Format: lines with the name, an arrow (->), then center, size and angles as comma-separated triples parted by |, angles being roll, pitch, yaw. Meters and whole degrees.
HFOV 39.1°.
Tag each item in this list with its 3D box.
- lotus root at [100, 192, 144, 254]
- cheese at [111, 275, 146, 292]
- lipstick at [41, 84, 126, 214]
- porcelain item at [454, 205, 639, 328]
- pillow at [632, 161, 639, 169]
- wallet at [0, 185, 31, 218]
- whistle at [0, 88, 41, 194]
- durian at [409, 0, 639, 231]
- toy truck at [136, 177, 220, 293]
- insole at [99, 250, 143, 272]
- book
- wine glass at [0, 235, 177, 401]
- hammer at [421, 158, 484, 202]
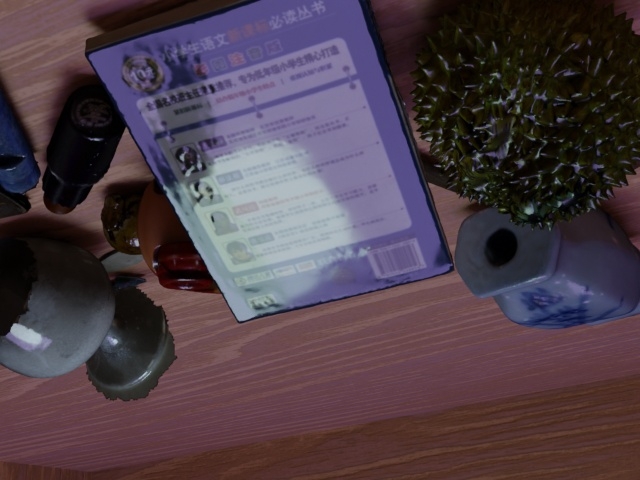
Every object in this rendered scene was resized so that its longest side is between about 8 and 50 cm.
lotus root -> -0.237, -0.020, 1.359 | 0.191, 0.094, 0.108 | 8, -170, -40
cheese -> -0.375, 0.093, 1.686 | 0.067, 0.026, 0.121 | 8, 149, -32
lipstick -> -0.310, -0.102, 1.151 | 0.081, 0.081, 0.300 | 5, 159, -23
porcelain item -> 0.418, 0.051, 1.559 | 0.243, 0.178, 0.405 | -22, 153, 38
pillow -> 0.386, -0.138, 1.220 | 0.171, 0.075, 0.179 | 10, 153, -33
wallet -> -0.545, -0.048, 1.290 | 0.232, 0.031, 0.122 | -11, 156, 10
whistle -> -0.391, -0.144, 1.054 | 0.062, 0.062, 0.304 | -3, 158, -5
durian -> 0.242, -0.150, 0.994 | 0.291, 0.224, 0.291 | 21, 143, 17
toy truck -> -0.130, -0.006, 1.298 | 0.265, 0.188, 0.239 | 1, 165, -12
insole -> -0.328, 0.023, 1.548 | 0.063, 0.010, 0.192 | 13, 153, -37
book -> -0.040, -0.086, 1.032 | 0.300, 0.039, 0.428 | -14, 129, 12
wine glass -> -0.418, 0.126, 1.481 | 0.238, 0.237, 0.323 | -17, 154, 26
hammer -> 0.151, -0.099, 1.315 | 0.111, 0.043, 0.365 | -25, 152, 39
